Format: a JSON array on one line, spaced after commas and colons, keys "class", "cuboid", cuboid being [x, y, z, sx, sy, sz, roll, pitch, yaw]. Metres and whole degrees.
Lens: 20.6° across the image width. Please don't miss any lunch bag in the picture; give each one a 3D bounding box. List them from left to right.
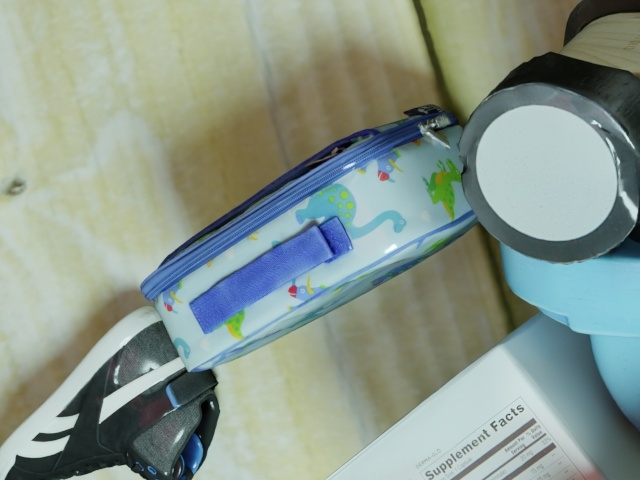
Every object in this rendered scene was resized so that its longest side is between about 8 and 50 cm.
[{"class": "lunch bag", "cuboid": [0.000, 0.000, 1.157, 0.219, 0.176, 0.090, -32, 87, 32]}]

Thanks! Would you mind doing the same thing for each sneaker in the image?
[{"class": "sneaker", "cuboid": [-0.161, 0.163, 1.340, 0.121, 0.079, 0.217, 48, 118, 12]}]

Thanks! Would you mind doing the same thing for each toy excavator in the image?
[{"class": "toy excavator", "cuboid": [0.322, 0.079, 1.012, 0.433, 0.222, 0.445, 4, 118, 27]}]

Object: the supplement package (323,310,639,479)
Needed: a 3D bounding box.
[{"class": "supplement package", "cuboid": [0.160, 0.193, 1.103, 0.198, 0.199, 0.263, -42, 82, 29]}]
